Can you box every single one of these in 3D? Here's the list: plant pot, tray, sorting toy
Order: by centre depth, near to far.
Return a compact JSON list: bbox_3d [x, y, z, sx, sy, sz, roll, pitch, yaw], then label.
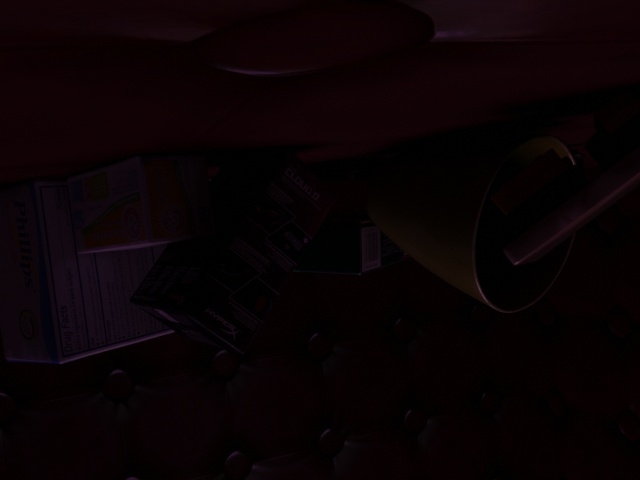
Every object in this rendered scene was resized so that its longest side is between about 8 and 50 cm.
[{"bbox_3d":[0.341,-0.083,0.829,0.257,0.089,0.255,-41,164,19],"label":"sorting toy"},{"bbox_3d":[0.224,-0.055,1.080,0.274,0.275,0.293,-8,-162,-38],"label":"plant pot"},{"bbox_3d":[-0.047,-0.088,1.359,0.410,0.076,0.203,1,-176,17],"label":"tray"}]

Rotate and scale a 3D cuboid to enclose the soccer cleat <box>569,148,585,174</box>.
[{"bbox_3d":[0.480,-0.164,1.503,0.289,0.094,0.121,-7,-172,-26],"label":"soccer cleat"}]

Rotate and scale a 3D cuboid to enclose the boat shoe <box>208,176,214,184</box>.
[{"bbox_3d":[-0.208,-0.097,1.220,0.043,0.049,0.137,-8,176,38],"label":"boat shoe"}]

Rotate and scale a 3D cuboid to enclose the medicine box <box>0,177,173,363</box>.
[{"bbox_3d":[-0.358,0.037,1.055,0.149,0.264,0.289,-6,-179,36],"label":"medicine box"}]

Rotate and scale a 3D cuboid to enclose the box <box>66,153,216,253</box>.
[{"bbox_3d":[-0.247,-0.047,0.885,0.203,0.114,0.103,-7,-178,44],"label":"box"}]

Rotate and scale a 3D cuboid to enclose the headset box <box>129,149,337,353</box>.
[{"bbox_3d":[-0.122,0.001,0.946,0.110,0.293,0.218,41,157,-26],"label":"headset box"}]

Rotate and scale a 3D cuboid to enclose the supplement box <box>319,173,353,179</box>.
[{"bbox_3d":[-0.010,-0.113,1.606,0.188,0.081,0.104,-7,-178,1],"label":"supplement box"}]

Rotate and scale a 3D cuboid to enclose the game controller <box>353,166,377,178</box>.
[{"bbox_3d":[0.196,-0.153,1.493,0.166,0.067,0.319,8,177,-18],"label":"game controller"}]

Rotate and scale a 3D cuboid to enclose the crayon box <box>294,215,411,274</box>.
[{"bbox_3d":[0.000,0.000,1.373,0.313,0.106,0.363,0,-176,24],"label":"crayon box"}]
